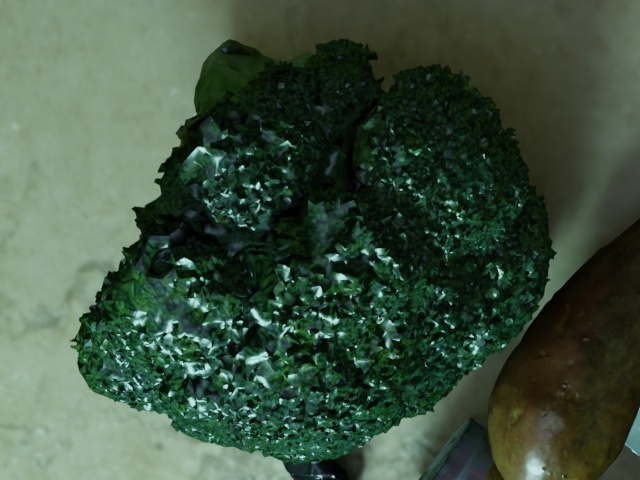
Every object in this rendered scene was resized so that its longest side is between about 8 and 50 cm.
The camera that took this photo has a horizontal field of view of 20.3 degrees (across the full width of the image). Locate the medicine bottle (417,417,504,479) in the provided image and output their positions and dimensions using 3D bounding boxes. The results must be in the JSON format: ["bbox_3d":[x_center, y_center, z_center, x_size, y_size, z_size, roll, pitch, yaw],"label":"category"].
[{"bbox_3d":[0.240,0.281,1.164,0.426,0.108,0.108,35,112,3],"label":"medicine bottle"}]

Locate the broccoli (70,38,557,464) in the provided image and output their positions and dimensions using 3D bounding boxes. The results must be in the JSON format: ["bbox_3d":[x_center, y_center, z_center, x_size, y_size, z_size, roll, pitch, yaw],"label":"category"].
[{"bbox_3d":[0.000,0.000,1.089,0.308,0.275,0.307,-8,135,-8],"label":"broccoli"}]

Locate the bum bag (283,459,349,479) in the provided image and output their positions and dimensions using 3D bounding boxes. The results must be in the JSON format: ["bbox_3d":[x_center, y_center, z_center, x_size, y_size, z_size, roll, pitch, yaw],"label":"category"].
[{"bbox_3d":[-0.010,0.147,1.228,0.034,0.058,0.124,-32,93,-2],"label":"bum bag"}]

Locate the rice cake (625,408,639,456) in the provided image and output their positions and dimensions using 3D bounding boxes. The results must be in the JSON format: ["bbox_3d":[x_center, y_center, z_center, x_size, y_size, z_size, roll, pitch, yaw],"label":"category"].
[{"bbox_3d":[0.252,0.148,1.156,0.211,0.034,0.043,37,104,5],"label":"rice cake"}]

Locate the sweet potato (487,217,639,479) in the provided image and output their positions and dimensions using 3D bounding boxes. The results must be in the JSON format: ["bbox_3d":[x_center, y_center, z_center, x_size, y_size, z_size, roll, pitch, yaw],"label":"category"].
[{"bbox_3d":[0.199,0.037,1.100,0.097,0.097,0.292,39,92,4],"label":"sweet potato"}]
